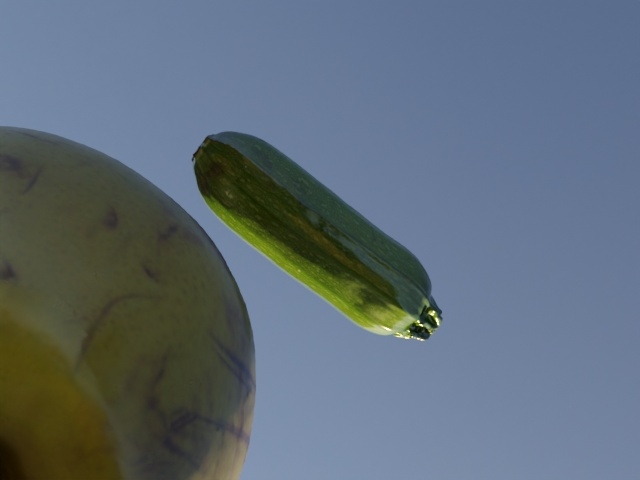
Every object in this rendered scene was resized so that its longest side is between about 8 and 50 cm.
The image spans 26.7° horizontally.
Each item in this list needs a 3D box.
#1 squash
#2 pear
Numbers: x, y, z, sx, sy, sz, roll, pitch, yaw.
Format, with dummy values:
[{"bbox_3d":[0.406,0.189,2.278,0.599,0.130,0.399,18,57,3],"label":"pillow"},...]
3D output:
[{"bbox_3d":[0.000,0.000,0.968,0.219,0.068,0.077,38,-7,-14],"label":"squash"},{"bbox_3d":[-0.163,0.081,0.672,0.284,0.284,0.283,26,-53,40],"label":"pear"}]
